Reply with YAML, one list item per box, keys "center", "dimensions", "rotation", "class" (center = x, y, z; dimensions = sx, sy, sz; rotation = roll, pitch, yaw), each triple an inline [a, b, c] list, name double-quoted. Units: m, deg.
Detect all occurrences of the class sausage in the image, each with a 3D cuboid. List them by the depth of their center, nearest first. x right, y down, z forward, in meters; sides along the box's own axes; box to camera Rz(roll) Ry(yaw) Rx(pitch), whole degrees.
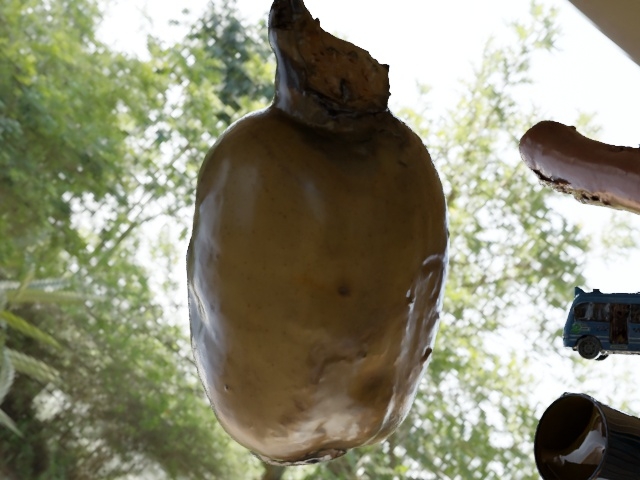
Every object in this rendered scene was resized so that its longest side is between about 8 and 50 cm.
- center: [0.305, -0.058, 0.903]
  dimensions: [0.078, 0.078, 0.304]
  rotation: [53, -12, -33]
  class: "sausage"

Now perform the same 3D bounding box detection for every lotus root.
- center: [0.000, 0.000, 0.421]
  dimensions: [0.118, 0.221, 0.125]
  rotation: [6, 13, 1]
  class: "lotus root"

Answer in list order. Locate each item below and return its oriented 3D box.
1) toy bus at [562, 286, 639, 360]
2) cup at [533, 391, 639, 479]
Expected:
- center: [0.571, 0.156, 1.671]
  dimensions: [0.246, 0.134, 0.113]
  rotation: [1, -7, 28]
  class: "toy bus"
- center: [0.346, 0.241, 1.111]
  dimensions: [0.138, 0.150, 0.113]
  rotation: [22, -35, -28]
  class: "cup"
